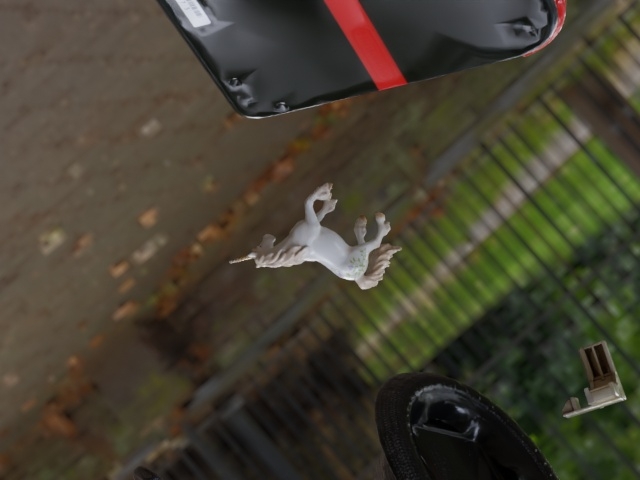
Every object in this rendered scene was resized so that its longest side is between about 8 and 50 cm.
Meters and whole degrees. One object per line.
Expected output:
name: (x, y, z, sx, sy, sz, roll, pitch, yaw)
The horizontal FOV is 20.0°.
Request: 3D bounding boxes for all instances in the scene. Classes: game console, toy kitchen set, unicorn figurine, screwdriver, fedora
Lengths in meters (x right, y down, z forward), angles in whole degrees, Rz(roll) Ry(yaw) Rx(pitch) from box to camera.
game console: (0.004, -0.264, 1.525, 0.342, 0.386, 0.060, -11, -130, 22)
toy kitchen set: (0.303, 0.159, 2.085, 0.068, 0.075, 0.083, -21, 166, 13)
unicorn figurine: (0.000, 0.000, 1.924, 0.060, 0.162, 0.111, 102, 14, -69)
screwdriver: (-0.152, 0.256, 1.799, 0.024, 0.025, 0.170, -28, -157, -17)
fedora: (0.155, 0.322, 2.154, 0.152, 0.334, 0.334, -49, 172, 27)
